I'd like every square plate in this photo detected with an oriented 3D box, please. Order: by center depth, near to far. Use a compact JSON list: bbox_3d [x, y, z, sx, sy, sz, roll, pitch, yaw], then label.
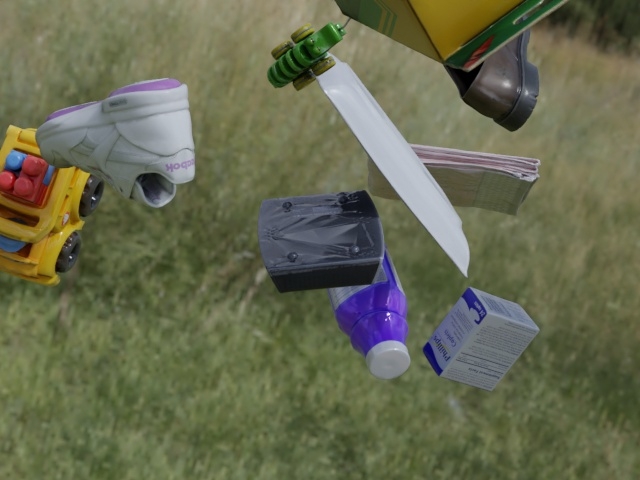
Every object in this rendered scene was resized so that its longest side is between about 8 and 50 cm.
[{"bbox_3d":[0.105,-0.133,1.968,0.347,0.049,0.344,51,7,-16],"label":"square plate"}]

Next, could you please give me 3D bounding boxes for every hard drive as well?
[{"bbox_3d":[0.000,0.000,1.837,0.172,0.054,0.254,-6,23,-2],"label":"hard drive"}]

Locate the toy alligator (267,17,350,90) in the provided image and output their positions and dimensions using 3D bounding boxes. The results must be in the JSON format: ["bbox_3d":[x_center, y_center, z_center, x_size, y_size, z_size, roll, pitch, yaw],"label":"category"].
[{"bbox_3d":[-0.010,-0.217,1.503,0.051,0.190,0.056,-36,93,-45],"label":"toy alligator"}]

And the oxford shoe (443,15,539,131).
[{"bbox_3d":[0.181,-0.221,1.484,0.096,0.083,0.227,22,34,-18],"label":"oxford shoe"}]

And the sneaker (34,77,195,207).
[{"bbox_3d":[-0.261,-0.105,1.654,0.114,0.152,0.305,-18,5,-37],"label":"sneaker"}]

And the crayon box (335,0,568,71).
[{"bbox_3d":[0.127,-0.251,1.098,0.081,0.202,0.318,56,-4,-24],"label":"crayon box"}]

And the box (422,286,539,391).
[{"bbox_3d":[0.253,0.158,2.101,0.126,0.137,0.072,20,24,-37],"label":"box"}]

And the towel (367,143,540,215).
[{"bbox_3d":[0.247,-0.116,2.553,0.317,0.053,0.332,7,-10,3],"label":"towel"}]

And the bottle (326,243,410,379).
[{"bbox_3d":[0.079,0.104,2.127,0.092,0.118,0.283,51,13,-39],"label":"bottle"}]

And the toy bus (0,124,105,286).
[{"bbox_3d":[-0.414,-0.053,1.880,0.149,0.220,0.211,20,-1,3],"label":"toy bus"}]
